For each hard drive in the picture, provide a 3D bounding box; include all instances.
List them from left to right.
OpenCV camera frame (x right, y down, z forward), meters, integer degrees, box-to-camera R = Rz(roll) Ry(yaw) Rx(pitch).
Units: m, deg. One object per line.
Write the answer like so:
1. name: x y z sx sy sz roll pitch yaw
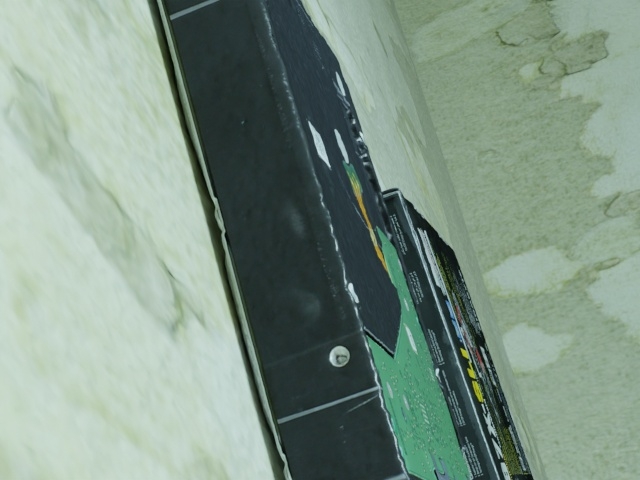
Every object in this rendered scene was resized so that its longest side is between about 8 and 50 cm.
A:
1. hard drive: 0.000 0.000 0.725 0.237 0.064 0.339 44 26 -67

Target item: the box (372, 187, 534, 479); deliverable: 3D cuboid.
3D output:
1. box: 0.100 0.142 0.938 0.257 0.079 0.322 29 41 -72
